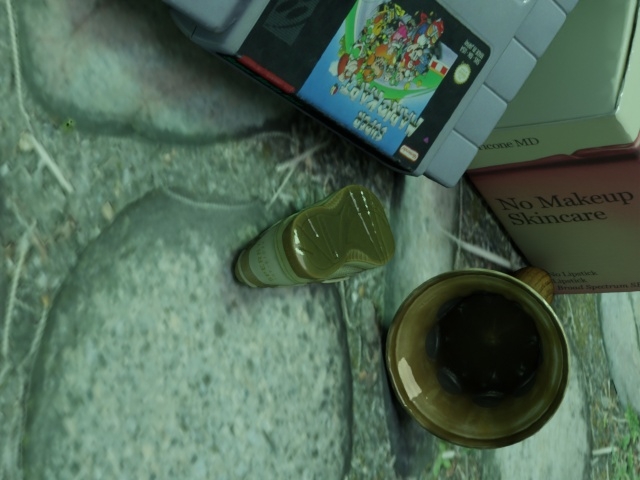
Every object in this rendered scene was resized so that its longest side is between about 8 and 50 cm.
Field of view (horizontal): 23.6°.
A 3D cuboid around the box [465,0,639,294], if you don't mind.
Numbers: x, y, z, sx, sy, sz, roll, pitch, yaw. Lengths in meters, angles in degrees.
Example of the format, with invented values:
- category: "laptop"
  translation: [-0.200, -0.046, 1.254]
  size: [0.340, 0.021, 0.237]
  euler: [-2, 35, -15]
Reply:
- category: "box"
  translation: [0.213, -0.071, 1.200]
  size: [0.232, 0.149, 0.127]
  euler: [48, 48, -43]

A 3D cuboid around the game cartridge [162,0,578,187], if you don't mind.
- category: "game cartridge"
  translation: [0.050, -0.175, 0.929]
  size: [0.355, 0.068, 0.230]
  euler: [27, 93, -55]

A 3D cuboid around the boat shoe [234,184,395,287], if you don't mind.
- category: "boat shoe"
  translation: [0.000, 0.002, 0.954]
  size: [0.153, 0.048, 0.056]
  euler: [-25, 95, -64]

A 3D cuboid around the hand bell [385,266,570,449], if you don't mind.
- category: "hand bell"
  translation: [0.139, 0.055, 1.136]
  size: [0.242, 0.126, 0.126]
  euler: [-36, 117, -69]
